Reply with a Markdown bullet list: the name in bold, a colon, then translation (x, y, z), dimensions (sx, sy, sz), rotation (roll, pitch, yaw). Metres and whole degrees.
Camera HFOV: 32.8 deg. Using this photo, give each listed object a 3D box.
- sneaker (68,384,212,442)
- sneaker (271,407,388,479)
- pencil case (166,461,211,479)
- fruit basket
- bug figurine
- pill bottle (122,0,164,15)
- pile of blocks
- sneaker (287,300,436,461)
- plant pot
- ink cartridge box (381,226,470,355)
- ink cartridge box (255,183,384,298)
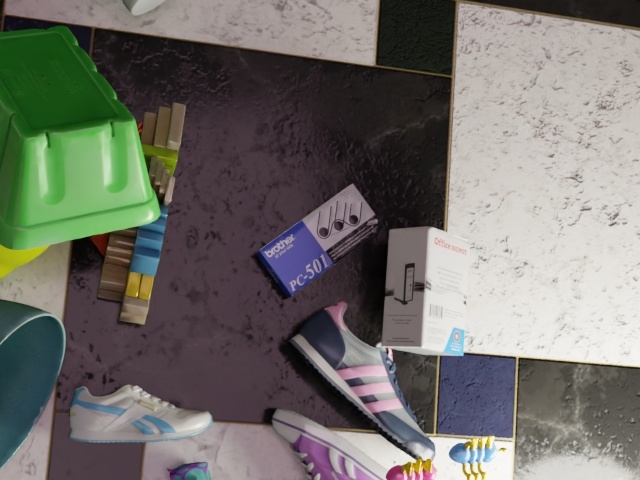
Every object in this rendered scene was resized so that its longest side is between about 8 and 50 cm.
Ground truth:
- **sneaker**: translation (-0.287, 0.278, 1.749), dimensions (0.229, 0.087, 0.092), rotation (2, 80, -15)
- **sneaker**: translation (0.010, 0.406, 1.795), dimensions (0.282, 0.102, 0.161), rotation (37, 79, -6)
- **pencil case**: translation (-0.202, 0.436, 1.758), dimensions (0.070, 0.064, 0.151), rotation (-9, 84, -31)
- **fruit basket**: translation (-0.442, -0.095, 1.674), dimensions (0.283, 0.392, 0.392), rotation (-13, 85, -29)
- **bug figurine**: translation (0.195, 0.438, 1.791), dimensions (0.216, 0.072, 0.279), rotation (3, 104, -25)
- **pill bottle**: translation (-0.358, -0.540, 1.795), dimensions (0.181, 0.181, 0.323), rotation (-37, 92, -15)
- **pile of blocks**: translation (-0.305, -0.053, 1.757), dimensions (0.113, 0.149, 0.362), rotation (10, 81, -12)
- **sneaker**: translation (0.099, 0.238, 1.832), dimensions (0.319, 0.112, 0.131), rotation (45, 78, -5)
- **plant pot**: translation (-0.545, 0.200, 1.619), dimensions (0.195, 0.290, 0.290), rotation (25, 77, 12)
- **ink cartridge box**: translation (0.181, 0.089, 1.851), dimensions (0.148, 0.086, 0.203), rotation (18, 73, -52)
- **ink cartridge box**: translation (0.000, 0.000, 1.875), dimensions (0.207, 0.046, 0.097), rotation (-36, 90, -15)
